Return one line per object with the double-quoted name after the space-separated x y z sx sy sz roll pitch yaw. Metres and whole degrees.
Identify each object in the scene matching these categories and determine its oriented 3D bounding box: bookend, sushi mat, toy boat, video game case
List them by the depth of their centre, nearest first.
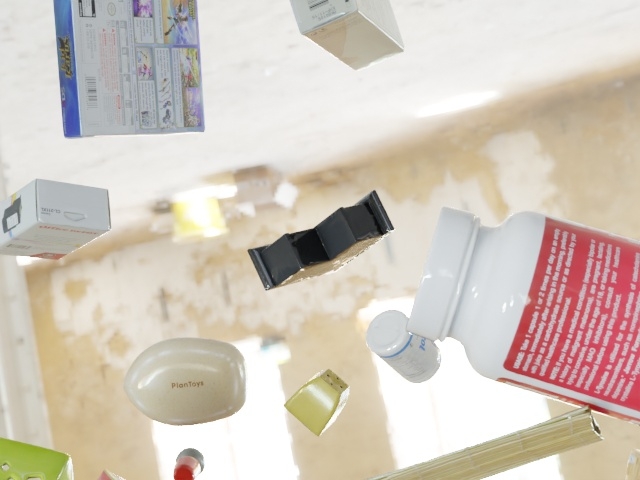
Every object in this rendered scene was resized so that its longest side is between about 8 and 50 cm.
0.200 0.281 1.465 0.317 0.019 0.151 -20 154 9 "sushi mat"
0.000 0.000 1.757 0.157 0.072 0.156 -14 164 -44 "bookend"
-0.304 -0.302 1.850 0.244 0.269 0.061 -8 -173 -43 "video game case"
-0.286 0.362 2.467 0.268 0.318 0.148 1 -176 2 "toy boat"

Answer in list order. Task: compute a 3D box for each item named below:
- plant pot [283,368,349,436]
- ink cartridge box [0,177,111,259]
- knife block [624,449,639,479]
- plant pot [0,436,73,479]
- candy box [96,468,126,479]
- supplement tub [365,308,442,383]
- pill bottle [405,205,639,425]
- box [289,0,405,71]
0.003 0.269 1.979 0.083 0.081 0.081 -52 171 24 "plant pot"
-0.422 -0.030 1.790 0.127 0.072 0.175 8 158 -40 "ink cartridge box"
0.583 0.384 1.623 0.242 0.088 0.276 14 179 -7 "knife block"
-0.498 0.429 1.666 0.227 0.228 0.207 12 -143 4 "plant pot"
-0.265 0.564 2.084 0.317 0.122 0.268 35 172 -24 "candy box"
0.117 0.149 1.617 0.071 0.071 0.107 -16 143 28 "supplement tub"
0.327 0.094 1.481 0.408 0.229 0.229 17 174 5 "pill bottle"
0.050 -0.446 2.249 0.121 0.148 0.311 -21 166 18 "box"
